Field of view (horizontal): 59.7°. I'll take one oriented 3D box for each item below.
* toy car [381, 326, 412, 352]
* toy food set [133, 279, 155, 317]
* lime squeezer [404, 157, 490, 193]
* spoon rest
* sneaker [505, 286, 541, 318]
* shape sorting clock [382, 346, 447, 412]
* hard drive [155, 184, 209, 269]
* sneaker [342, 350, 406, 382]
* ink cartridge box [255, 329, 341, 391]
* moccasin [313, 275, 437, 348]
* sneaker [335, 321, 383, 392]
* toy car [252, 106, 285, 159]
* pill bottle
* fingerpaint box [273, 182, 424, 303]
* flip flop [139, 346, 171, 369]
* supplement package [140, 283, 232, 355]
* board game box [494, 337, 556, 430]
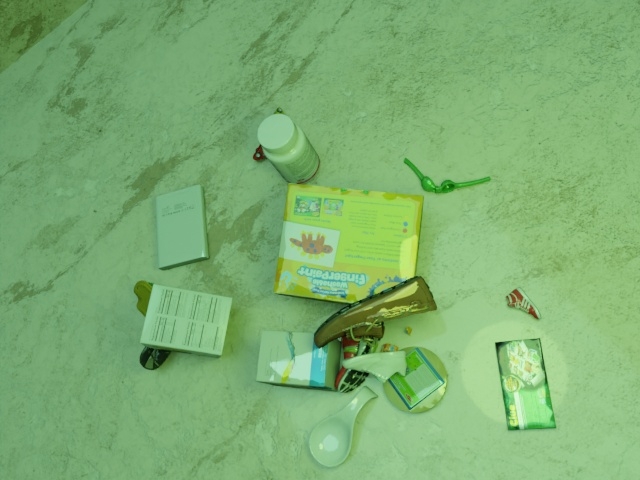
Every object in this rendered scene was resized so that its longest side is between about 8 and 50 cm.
[{"bbox_3d":[0.240,0.320,1.810,0.060,0.040,0.122,22,70,43],"label":"toy car"},{"bbox_3d":[-0.614,0.234,2.094,0.218,0.071,0.128,37,115,29],"label":"toy food set"},{"bbox_3d":[0.423,-0.206,1.938,0.310,0.059,0.110,16,47,23],"label":"lime squeezer"},{"bbox_3d":[0.071,0.580,1.752,0.137,0.084,0.276,35,84,24],"label":"spoon rest"},{"bbox_3d":[0.626,0.208,1.730,0.067,0.042,0.118,-32,58,0],"label":"sneaker"},{"bbox_3d":[0.295,0.436,1.754,0.206,0.040,0.206,-9,60,16],"label":"shape sorting clock"},{"bbox_3d":[-0.545,-0.053,2.180,0.203,0.040,0.308,-14,69,12],"label":"hard drive"},{"bbox_3d":[0.171,0.392,1.712,0.212,0.080,0.094,-1,78,-18],"label":"sneaker"},{"bbox_3d":[-0.068,0.390,1.810,0.232,0.171,0.168,0,71,17],"label":"ink cartridge box"},{"bbox_3d":[0.159,0.240,1.661,0.380,0.139,0.147,-24,82,1],"label":"moccasin"},{"bbox_3d":[0.111,0.361,1.823,0.118,0.107,0.279,15,73,40],"label":"sneaker"},{"bbox_3d":[-0.166,-0.415,2.120,0.053,0.225,0.239,28,78,-20],"label":"toy car"},{"bbox_3d":[-0.113,-0.326,2.007,0.160,0.283,0.160,-5,71,15],"label":"pill bottle"},{"bbox_3d":[0.098,0.025,1.836,0.444,0.163,0.371,5,83,10],"label":"fingerpaint box"},{"bbox_3d":[-0.542,0.348,2.016,0.112,0.080,0.277,40,77,-6],"label":"flip flop"},{"bbox_3d":[-0.452,0.280,1.898,0.262,0.199,0.198,11,73,-10],"label":"supplement package"},{"bbox_3d":[0.610,0.429,1.668,0.136,0.030,0.260,-7,70,13],"label":"board game box"}]
